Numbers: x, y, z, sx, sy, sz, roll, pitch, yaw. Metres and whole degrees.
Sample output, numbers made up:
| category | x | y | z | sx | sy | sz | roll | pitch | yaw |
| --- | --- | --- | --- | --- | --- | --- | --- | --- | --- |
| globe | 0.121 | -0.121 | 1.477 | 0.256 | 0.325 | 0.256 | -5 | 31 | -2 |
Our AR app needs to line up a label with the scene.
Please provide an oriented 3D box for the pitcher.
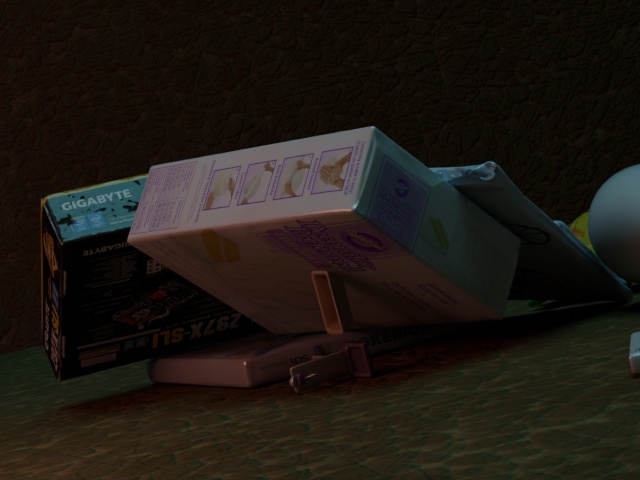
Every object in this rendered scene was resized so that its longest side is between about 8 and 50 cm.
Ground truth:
| category | x | y | z | sx | sy | sz | roll | pitch | yaw |
| --- | --- | --- | --- | --- | --- | --- | --- | --- | --- |
| pitcher | 0.364 | -0.037 | 1.678 | 0.178 | 0.125 | 0.207 | -56 | 11 | -5 |

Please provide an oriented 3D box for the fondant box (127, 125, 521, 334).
| category | x | y | z | sx | sy | sz | roll | pitch | yaw |
| --- | --- | --- | --- | --- | --- | --- | --- | --- | --- |
| fondant box | 0.000 | 0.000 | 1.689 | 0.330 | 0.096 | 0.238 | -8 | -32 | 44 |

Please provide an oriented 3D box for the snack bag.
| category | x | y | z | sx | sy | sz | roll | pitch | yaw |
| --- | --- | --- | --- | --- | --- | --- | --- | --- | --- |
| snack bag | 0.125 | -0.009 | 1.785 | 0.323 | 0.037 | 0.342 | 0 | -23 | 37 |

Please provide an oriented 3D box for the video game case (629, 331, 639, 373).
| category | x | y | z | sx | sy | sz | roll | pitch | yaw |
| --- | --- | --- | --- | --- | --- | --- | --- | --- | --- |
| video game case | 0.324 | 0.075 | 1.317 | 0.157 | 0.019 | 0.143 | -12 | 2 | 12 |

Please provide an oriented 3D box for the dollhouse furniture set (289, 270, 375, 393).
| category | x | y | z | sx | sy | sz | roll | pitch | yaw |
| --- | --- | --- | --- | --- | --- | --- | --- | --- | --- |
| dollhouse furniture set | -0.016 | 0.091 | 1.631 | 0.081 | 0.114 | 0.091 | -18 | 7 | -29 |

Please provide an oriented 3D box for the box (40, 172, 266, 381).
| category | x | y | z | sx | sy | sz | roll | pitch | yaw |
| --- | --- | --- | --- | --- | --- | --- | --- | --- | --- |
| box | -0.159 | 0.025 | 1.916 | 0.322 | 0.079 | 0.257 | -14 | -35 | -19 |

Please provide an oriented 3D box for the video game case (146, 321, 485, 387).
| category | x | y | z | sx | sy | sz | roll | pitch | yaw |
| --- | --- | --- | --- | --- | --- | --- | --- | --- | --- |
| video game case | -0.014 | 0.118 | 1.942 | 0.300 | 0.036 | 0.329 | -13 | 2 | -25 |

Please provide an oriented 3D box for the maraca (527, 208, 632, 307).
| category | x | y | z | sx | sy | sz | roll | pitch | yaw |
| --- | --- | --- | --- | --- | --- | --- | --- | --- | --- |
| maraca | 0.319 | 0.020 | 1.922 | 0.185 | 0.099 | 0.127 | -38 | -13 | 16 |
